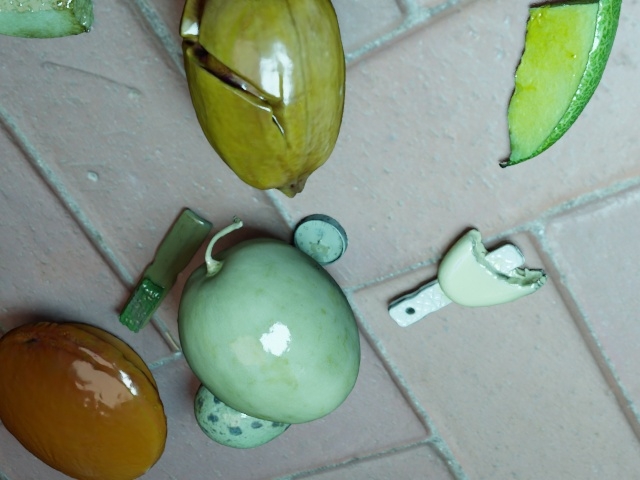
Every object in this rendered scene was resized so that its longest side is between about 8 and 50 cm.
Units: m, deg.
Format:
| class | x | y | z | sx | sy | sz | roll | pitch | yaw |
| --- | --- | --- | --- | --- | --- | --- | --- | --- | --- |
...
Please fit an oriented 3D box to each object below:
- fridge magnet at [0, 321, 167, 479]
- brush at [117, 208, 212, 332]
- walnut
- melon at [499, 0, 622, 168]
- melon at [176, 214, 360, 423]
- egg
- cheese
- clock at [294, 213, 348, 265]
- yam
| class | x | y | z | sx | sy | sz | roll | pitch | yaw |
| --- | --- | --- | --- | --- | --- | --- | --- | --- | --- |
| fridge magnet | -0.444 | 0.296 | 1.484 | 0.364 | 0.155 | 0.363 | 9 | 123 | 14 |
| brush | -0.267 | 0.058 | 1.348 | 0.054 | 0.048 | 0.282 | 34 | 124 | -7 |
| walnut | -0.065 | -0.191 | 1.037 | 0.209 | 0.209 | 0.336 | 1 | 128 | 18 |
| melon | 0.281 | -0.192 | 1.005 | 0.114 | 0.053 | 0.261 | 25 | 125 | 12 |
| melon | -0.075 | 0.136 | 1.203 | 0.308 | 0.272 | 0.272 | 45 | 124 | -1 |
| egg | -0.127 | 0.283 | 1.377 | 0.182 | 0.141 | 0.141 | 1 | 121 | 12 |
| cheese | 0.200 | 0.068 | 1.190 | 0.235 | 0.050 | 0.127 | -33 | 108 | 33 |
| clock | 0.000 | 0.000 | 1.236 | 0.085 | 0.017 | 0.085 | 9 | 122 | 14 |
| yam | -0.454 | -0.346 | 1.131 | 0.259 | 0.106 | 0.106 | 19 | 124 | 9 |
